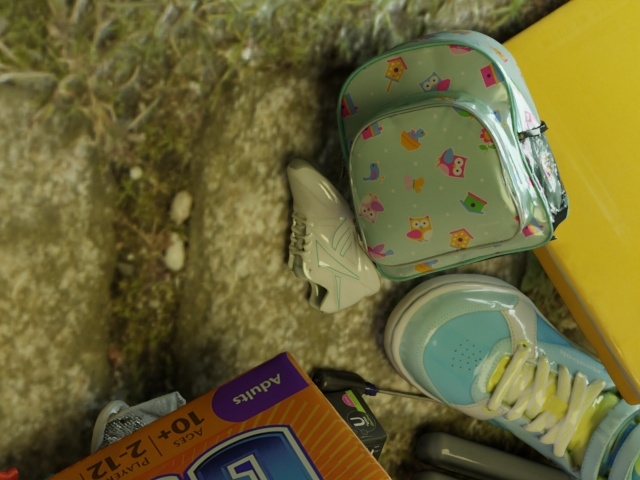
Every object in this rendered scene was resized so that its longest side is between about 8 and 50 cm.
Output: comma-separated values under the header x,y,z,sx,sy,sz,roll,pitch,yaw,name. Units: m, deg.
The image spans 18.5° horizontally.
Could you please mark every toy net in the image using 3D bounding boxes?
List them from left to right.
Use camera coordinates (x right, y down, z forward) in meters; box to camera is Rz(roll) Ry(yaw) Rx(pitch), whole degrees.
x,y,z,sx,sy,sz,roll,pitch,yaw,name
-0.210,0.190,1.578,0.232,0.045,0.122,-44,124,-12,toy net

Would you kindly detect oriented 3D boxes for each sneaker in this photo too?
x,y,z,sx,sy,sz,roll,pitch,yaw,name
0.000,0.000,1.626,0.061,0.054,0.152,-33,124,-14,sneaker
0.215,0.142,1.723,0.319,0.208,0.127,25,98,-37,sneaker

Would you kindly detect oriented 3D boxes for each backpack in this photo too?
x,y,z,sx,sy,sz,roll,pitch,yaw,name
0.096,-0.072,1.572,0.144,0.166,0.188,-19,95,-69,backpack

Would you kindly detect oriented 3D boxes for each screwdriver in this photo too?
x,y,z,sx,sy,sz,roll,pitch,yaw,name
0.057,0.136,1.743,0.170,0.024,0.025,18,129,-43,screwdriver

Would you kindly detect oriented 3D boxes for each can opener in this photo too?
x,y,z,sx,sy,sz,roll,pitch,yaw,name
0.198,0.247,1.835,0.280,0.093,0.074,21,70,-29,can opener

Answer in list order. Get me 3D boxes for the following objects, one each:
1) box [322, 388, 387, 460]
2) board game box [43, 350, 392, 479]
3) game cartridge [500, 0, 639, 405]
x,y,z,sx,sy,sz,roll,pitch,yaw,name
0.012,0.179,1.687,0.052,0.062,0.083,-7,132,-31,box
-0.060,0.382,1.501,0.357,0.356,0.356,-28,132,-12,board game box
0.293,-0.067,1.699,0.285,0.053,0.323,-33,91,-18,game cartridge
